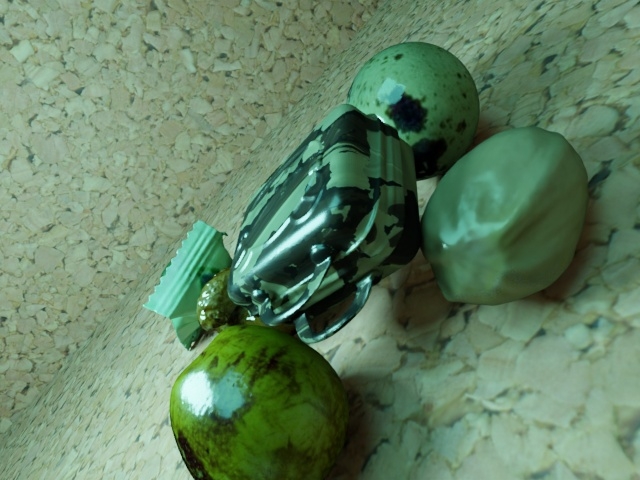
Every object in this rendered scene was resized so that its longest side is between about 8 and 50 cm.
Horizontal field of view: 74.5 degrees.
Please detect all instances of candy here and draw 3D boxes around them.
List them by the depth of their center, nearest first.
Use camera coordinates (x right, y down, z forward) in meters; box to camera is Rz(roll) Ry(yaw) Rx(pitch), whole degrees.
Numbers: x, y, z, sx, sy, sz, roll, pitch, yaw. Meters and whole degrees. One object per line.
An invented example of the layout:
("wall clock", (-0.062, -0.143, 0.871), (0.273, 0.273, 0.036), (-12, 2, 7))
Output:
("candy", (-0.347, 0.151, 1.194), (0.262, 0.172, 0.398), (-59, -2, -28))

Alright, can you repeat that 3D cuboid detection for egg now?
("egg", (0.195, -0.289, 0.941), (0.288, 0.287, 0.379), (-39, 29, 18))

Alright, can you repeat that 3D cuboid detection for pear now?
("pear", (-0.098, 0.268, 0.656), (0.284, 0.283, 0.283), (-35, 30, 24))

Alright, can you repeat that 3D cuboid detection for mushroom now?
("mushroom", (-0.119, 0.104, 0.998), (0.345, 0.239, 0.345), (-14, 37, 11))

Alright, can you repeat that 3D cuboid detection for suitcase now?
("suitcase", (0.000, 0.000, 0.685), (0.351, 0.194, 0.339), (-38, 35, 40))

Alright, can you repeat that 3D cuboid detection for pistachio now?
("pistachio", (0.277, -0.045, 0.625), (0.331, 0.208, 0.226), (-53, -17, -22))
